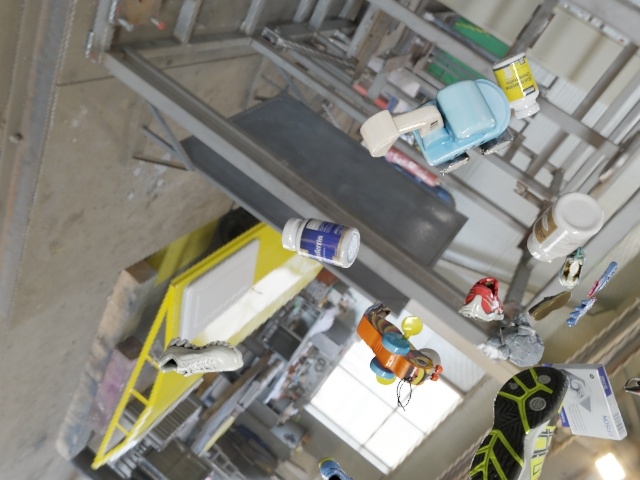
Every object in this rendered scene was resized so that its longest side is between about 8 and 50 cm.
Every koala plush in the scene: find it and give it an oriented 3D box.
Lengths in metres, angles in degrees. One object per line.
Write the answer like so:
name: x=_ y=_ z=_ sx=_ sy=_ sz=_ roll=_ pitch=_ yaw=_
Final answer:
koala plush: x=0.781 y=0.400 z=2.246 sx=0.196 sy=0.203 sz=0.221 roll=-44 pitch=152 yaw=8

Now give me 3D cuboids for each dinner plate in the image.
dinner plate: x=0.379 y=0.459 z=2.109 sx=0.141 sy=0.141 sz=0.017 roll=-51 pitch=130 yaw=-13

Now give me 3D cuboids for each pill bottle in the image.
pill bottle: x=0.667 y=-0.029 z=1.571 sx=0.131 sy=0.131 sz=0.229 roll=-50 pitch=168 yaw=-20
pill bottle: x=0.605 y=-0.474 z=1.739 sx=0.103 sy=0.184 sz=0.103 roll=-25 pitch=-166 yaw=7
pill bottle: x=0.000 y=0.000 z=2.111 sx=0.153 sy=0.265 sz=0.153 roll=-45 pitch=141 yaw=-52

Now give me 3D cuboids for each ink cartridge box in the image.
ink cartridge box: x=0.788 y=0.485 z=1.729 sx=0.045 sy=0.223 sz=0.224 roll=-18 pitch=178 yaw=-30

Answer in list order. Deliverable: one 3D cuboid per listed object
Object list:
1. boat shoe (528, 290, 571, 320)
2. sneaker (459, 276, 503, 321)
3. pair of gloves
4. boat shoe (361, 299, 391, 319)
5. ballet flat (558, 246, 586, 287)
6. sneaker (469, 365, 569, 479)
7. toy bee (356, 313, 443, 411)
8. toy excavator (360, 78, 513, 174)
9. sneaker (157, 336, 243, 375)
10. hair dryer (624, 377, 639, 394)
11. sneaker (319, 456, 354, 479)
boat shoe: x=0.750 y=0.205 z=1.859 sx=0.152 sy=0.049 sz=0.056 roll=-28 pitch=122 yaw=-7
sneaker: x=0.483 y=0.163 z=1.629 sx=0.279 sy=0.107 sz=0.118 roll=3 pitch=106 yaw=-66
pair of gloves: x=0.725 y=0.142 z=1.513 sx=0.159 sy=0.023 sz=0.198 roll=-18 pitch=135 yaw=-46
boat shoe: x=0.188 y=0.255 z=1.903 sx=0.183 sy=0.066 sz=0.066 roll=-36 pitch=143 yaw=-56
ballet flat: x=0.802 y=0.102 z=1.816 sx=0.070 sy=0.070 sz=0.188 roll=-47 pitch=142 yaw=-34
sneaker: x=0.490 y=0.474 z=1.380 sx=0.384 sy=0.145 sz=0.147 roll=-49 pitch=126 yaw=-23
toy bee: x=0.201 y=0.297 z=1.368 sx=0.195 sy=0.162 sz=0.298 roll=-55 pitch=-148 yaw=39
toy excavator: x=0.339 y=-0.343 z=1.626 sx=0.433 sy=0.222 sz=0.445 roll=-25 pitch=169 yaw=8
sneaker: x=-0.379 y=0.382 z=1.786 sx=0.118 sy=0.292 sz=0.110 roll=-50 pitch=133 yaw=-57
hair dryer: x=0.923 y=0.411 z=1.478 sx=0.224 sy=0.080 sz=0.293 roll=-35 pitch=174 yaw=29
sneaker: x=0.066 y=0.772 z=1.783 sx=0.069 sy=0.209 sz=0.082 roll=-35 pitch=-153 yaw=0
